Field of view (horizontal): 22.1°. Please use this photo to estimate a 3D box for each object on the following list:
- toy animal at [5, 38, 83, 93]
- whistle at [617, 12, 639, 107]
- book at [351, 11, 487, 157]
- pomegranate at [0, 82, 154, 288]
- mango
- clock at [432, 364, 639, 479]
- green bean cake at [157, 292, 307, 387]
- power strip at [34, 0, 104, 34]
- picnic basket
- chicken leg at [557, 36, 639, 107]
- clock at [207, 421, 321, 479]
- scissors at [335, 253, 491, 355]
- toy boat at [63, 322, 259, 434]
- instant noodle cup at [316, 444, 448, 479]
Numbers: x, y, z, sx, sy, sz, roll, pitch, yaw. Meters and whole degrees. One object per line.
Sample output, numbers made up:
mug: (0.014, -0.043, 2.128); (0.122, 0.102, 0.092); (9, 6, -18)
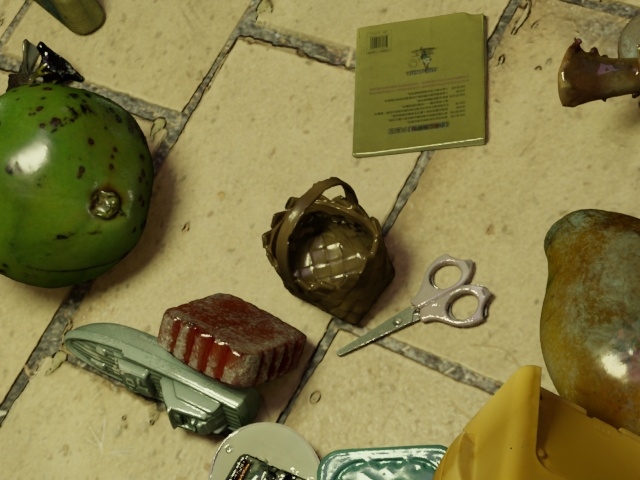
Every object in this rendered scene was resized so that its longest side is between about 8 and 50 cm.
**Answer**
toy animal: (-0.390, -0.182, 2.170); (0.105, 0.070, 0.202); (2, 65, 34)
whistle: (0.402, -0.189, 1.901); (0.107, 0.057, 0.220); (-6, 62, 13)
book: (0.122, -0.194, 2.023); (0.168, 0.013, 0.192); (-6, 61, 16)
pomegranate: (-0.335, -0.070, 1.984); (0.270, 0.254, 0.254); (16, 68, 36)
mango: (0.323, 0.083, 1.731); (0.193, 0.146, 0.316); (-20, 43, 6)
clock: (0.220, 0.307, 1.533); (0.244, 0.200, 0.317); (25, 37, -5)
green bean cake: (-0.101, 0.115, 1.858); (0.136, 0.135, 0.056); (27, 110, 27)
power strip: (-0.441, -0.409, 2.286); (0.066, 0.092, 0.387); (-43, 57, -10)
picnic basket: (0.000, 0.000, 1.856); (0.138, 0.178, 0.128); (26, 72, 29)
chicken leg: (0.466, -0.148, 1.784); (0.409, 0.182, 0.295); (-2, 83, 7)
clock: (-0.064, 0.296, 1.782); (0.172, 0.064, 0.198); (20, 71, 28)
scissors: (0.102, 0.087, 1.874); (0.189, 0.015, 0.100); (-29, 55, 4)
toy boat: (-0.193, 0.158, 1.893); (0.260, 0.078, 0.085); (21, 56, 25)
instant noodle cup: (0.075, 0.309, 1.724); (0.157, 0.070, 0.179); (-5, 60, 14)
